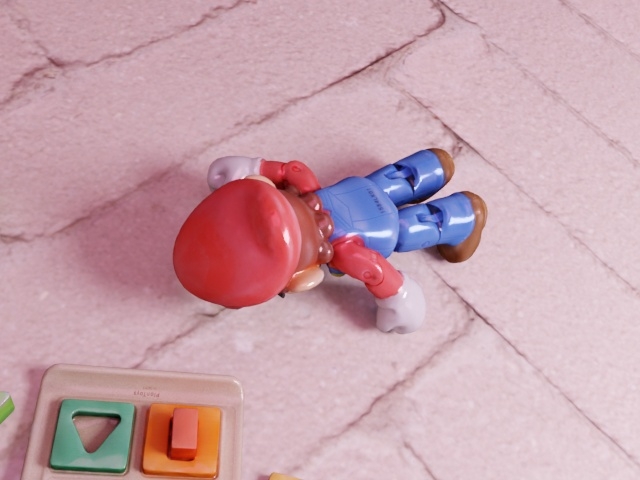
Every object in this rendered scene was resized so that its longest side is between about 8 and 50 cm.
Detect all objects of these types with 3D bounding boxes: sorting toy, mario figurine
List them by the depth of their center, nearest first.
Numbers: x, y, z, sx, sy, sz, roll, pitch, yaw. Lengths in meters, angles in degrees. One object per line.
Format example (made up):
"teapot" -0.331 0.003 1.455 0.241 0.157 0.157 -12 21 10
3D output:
"sorting toy" -0.153 0.195 0.666 0.348 0.047 0.196 6 56 -9
"mario figurine" 0.000 0.000 0.811 0.320 0.170 0.198 -13 24 -32
